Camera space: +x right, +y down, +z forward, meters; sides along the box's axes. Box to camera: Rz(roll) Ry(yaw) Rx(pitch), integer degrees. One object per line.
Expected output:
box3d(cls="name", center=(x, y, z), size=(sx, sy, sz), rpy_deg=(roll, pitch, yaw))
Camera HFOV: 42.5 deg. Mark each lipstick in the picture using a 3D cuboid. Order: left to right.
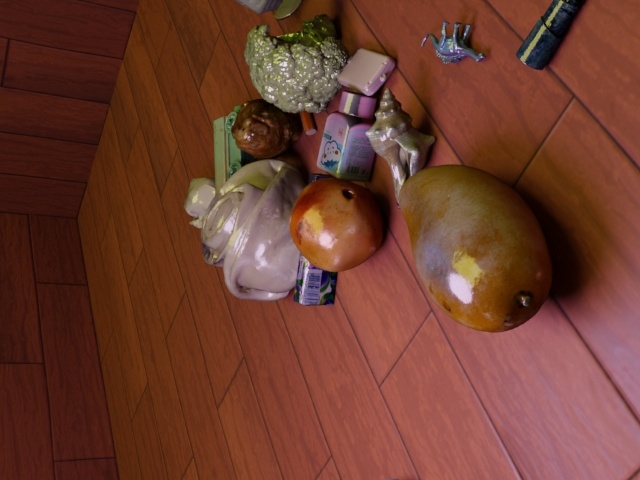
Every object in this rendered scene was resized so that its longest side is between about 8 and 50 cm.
box3d(cls="lipstick", center=(0.396, -0.389, 1.323), size=(0.234, 0.054, 0.053), rpy_deg=(-63, 36, 31))

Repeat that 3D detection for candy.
box3d(cls="candy", center=(0.000, 0.000, 1.937), size=(0.061, 0.088, 0.312), rpy_deg=(-164, 80, -65))

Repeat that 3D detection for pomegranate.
box3d(cls="pomegranate", center=(0.036, -0.039, 1.776), size=(0.209, 0.209, 0.209), rpy_deg=(-16, 71, 59))

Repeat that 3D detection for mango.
box3d(cls="mango", center=(0.248, 0.002, 1.372), size=(0.384, 0.199, 0.221), rpy_deg=(55, 131, 51))

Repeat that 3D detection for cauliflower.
box3d(cls="cauliflower", center=(-0.050, -0.446, 2.024), size=(0.250, 0.275, 0.272), rpy_deg=(-56, -9, -21))

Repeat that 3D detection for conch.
box3d(cls="conch", center=(0.173, -0.192, 1.655), size=(0.233, 0.114, 0.137), rpy_deg=(58, 160, -5))

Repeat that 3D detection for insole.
box3d(cls="insole", center=(-0.028, -0.671, 2.022), size=(0.119, 0.009, 0.348), rpy_deg=(-3, 55, 45))

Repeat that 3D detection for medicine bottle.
box3d(cls="medicine bottle", center=(0.067, -0.236, 1.847), size=(0.119, 0.095, 0.187), rpy_deg=(35, 116, 56))

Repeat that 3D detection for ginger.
box3d(cls="ginger", center=(-0.145, -0.291, 2.143), size=(0.321, 0.173, 0.165), rpy_deg=(-144, 35, -81))

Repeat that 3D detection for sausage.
box3d(cls="sausage", center=(-0.036, -0.317, 2.116), size=(0.031, 0.031, 0.107), rpy_deg=(-52, 43, 44))

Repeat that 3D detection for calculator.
box3d(cls="calculator", center=(0.102, -0.378, 1.839), size=(0.100, 0.032, 0.175), rpy_deg=(-52, 34, 1))

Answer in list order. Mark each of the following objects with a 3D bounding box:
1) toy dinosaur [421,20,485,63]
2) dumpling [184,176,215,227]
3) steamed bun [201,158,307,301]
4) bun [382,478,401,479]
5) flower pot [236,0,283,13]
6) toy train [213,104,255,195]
box3d(cls="toy dinosaur", center=(0.253, -0.380, 1.586), size=(0.197, 0.045, 0.080), rpy_deg=(35, 126, 54))
box3d(cls="dumpling", center=(-0.359, -0.117, 2.564), size=(0.250, 0.132, 0.162), rpy_deg=(28, 106, 60))
box3d(cls="steamed bun", center=(-0.170, -0.023, 2.084), size=(0.342, 0.255, 0.367), rpy_deg=(-61, 38, 32))
box3d(cls="bun", center=(0.147, 0.531, 1.593), size=(0.141, 0.083, 0.140), rpy_deg=(-27, 55, 48))
box3d(cls="flower pot", center=(-0.147, -0.755, 2.207), size=(0.189, 0.209, 0.239), rpy_deg=(-50, 42, 45))
box3d(cls="toy train", center=(-0.247, -0.243, 2.375), size=(0.177, 0.116, 0.285), rpy_deg=(-21, 67, 44))
